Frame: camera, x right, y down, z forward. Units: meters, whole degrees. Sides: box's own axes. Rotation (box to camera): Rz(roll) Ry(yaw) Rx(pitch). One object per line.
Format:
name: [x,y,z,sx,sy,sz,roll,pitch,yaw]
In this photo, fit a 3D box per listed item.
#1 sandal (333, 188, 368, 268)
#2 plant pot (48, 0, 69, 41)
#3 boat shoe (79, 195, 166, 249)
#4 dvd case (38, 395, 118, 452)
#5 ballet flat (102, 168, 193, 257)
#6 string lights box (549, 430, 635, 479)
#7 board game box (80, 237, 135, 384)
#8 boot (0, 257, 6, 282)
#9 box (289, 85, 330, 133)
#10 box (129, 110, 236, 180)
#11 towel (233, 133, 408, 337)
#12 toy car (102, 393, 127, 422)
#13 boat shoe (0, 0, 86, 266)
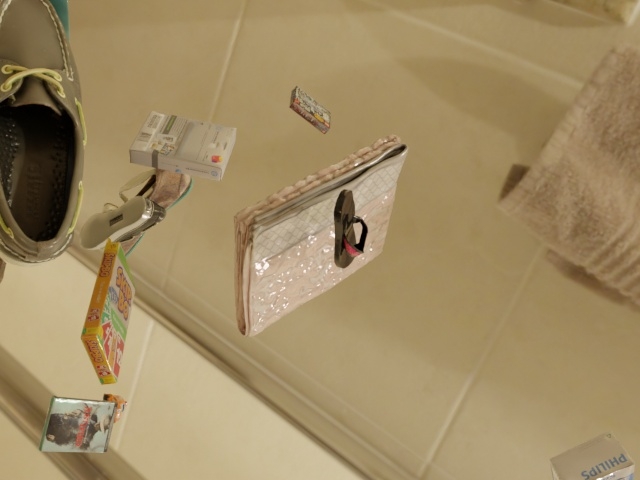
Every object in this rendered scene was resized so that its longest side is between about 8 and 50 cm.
sandal: [0.047,-0.008,0.948,0.179,0.040,0.067,82,25,-60]
plant pot: [-0.570,-0.421,1.078,0.235,0.293,0.293,-2,132,-11]
boat shoe: [-0.419,-0.027,1.355,0.070,0.219,0.077,24,53,-53]
dvd case: [-0.402,0.309,1.072,0.119,0.013,0.087,23,73,-47]
ballet flat: [-0.418,-0.069,1.432,0.316,0.107,0.106,-43,130,19]
string lights box: [0.542,0.489,1.277,0.133,0.076,0.259,-25,135,1]
board game box: [-0.377,0.118,1.159,0.039,0.259,0.124,-7,130,-4]
boot: [-0.613,0.045,1.200,0.114,0.037,0.106,-114,-147,-64]
box: [-0.029,-0.381,1.877,0.027,0.137,0.094,-39,-150,32]
box: [-0.280,-0.198,1.326,0.145,0.186,0.038,-81,-178,-45]
towel: [0.000,0.000,1.097,0.332,0.053,0.317,-30,151,-26]
toy car: [-0.389,0.279,1.215,0.040,0.060,0.122,-10,108,-40]
boat shoe: [-0.299,-0.128,0.673,0.109,0.091,0.305,0,83,-34]
